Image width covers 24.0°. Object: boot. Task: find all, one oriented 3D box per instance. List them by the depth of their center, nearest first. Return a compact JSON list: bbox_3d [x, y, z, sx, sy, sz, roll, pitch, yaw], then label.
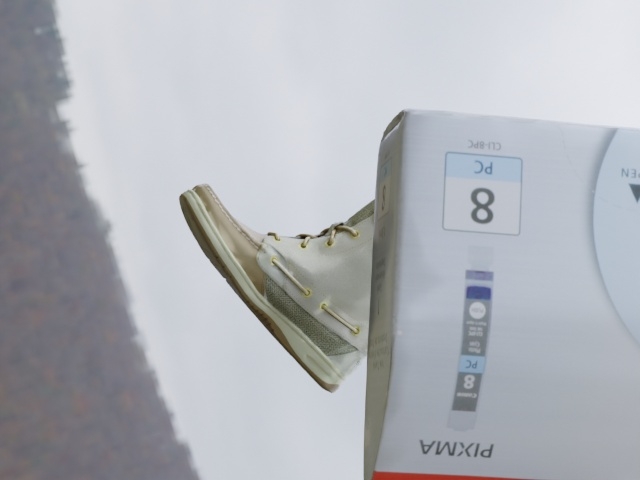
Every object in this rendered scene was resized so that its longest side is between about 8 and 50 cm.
[{"bbox_3d":[0.000,0.000,1.255,0.213,0.165,0.077,50,-4,-14],"label":"boot"}]

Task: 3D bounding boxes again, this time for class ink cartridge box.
[{"bbox_3d":[0.185,0.119,0.966,0.091,0.308,0.385,139,-45,-76],"label":"ink cartridge box"}]
